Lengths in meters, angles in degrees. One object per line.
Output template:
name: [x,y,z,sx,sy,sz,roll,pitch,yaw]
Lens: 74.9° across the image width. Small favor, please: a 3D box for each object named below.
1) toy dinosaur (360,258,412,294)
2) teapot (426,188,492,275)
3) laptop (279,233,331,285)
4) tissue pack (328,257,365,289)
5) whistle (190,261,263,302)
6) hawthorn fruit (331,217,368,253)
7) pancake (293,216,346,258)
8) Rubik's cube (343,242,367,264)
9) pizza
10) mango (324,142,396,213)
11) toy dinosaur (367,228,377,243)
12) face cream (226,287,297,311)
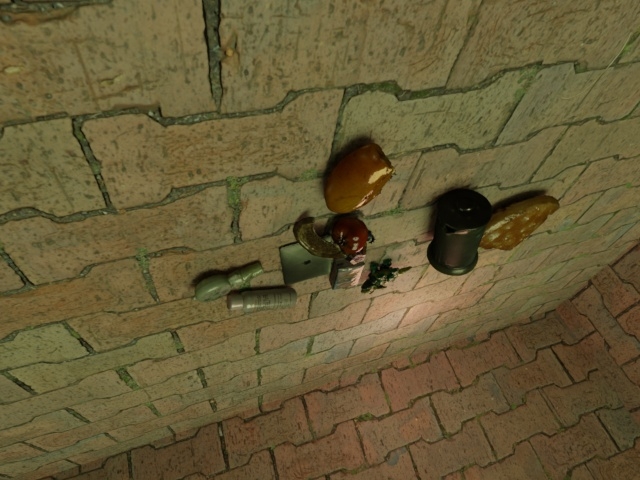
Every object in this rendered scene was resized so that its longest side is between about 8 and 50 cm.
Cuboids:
toy dinosaur: [0.286,0.142,1.766,0.259,0.094,0.153,-23,149,-15]
teapot: [0.531,-0.051,1.552,0.270,0.200,0.337,-40,150,-18]
laptop: [-0.050,0.075,1.519,0.188,0.015,0.269,-16,147,-10]
tissue pack: [0.101,0.123,1.639,0.115,0.065,0.155,-10,147,-16]
whistle: [-0.316,0.139,1.406,0.258,0.067,0.126,-23,161,-8]
hawthorn fruit: [0.103,-0.015,1.384,0.125,0.125,0.140,-42,149,28]
pancake: [0.000,0.000,1.342,0.190,0.020,0.184,22,143,-2]
Rubik's cube: [0.114,0.030,1.482,0.093,0.111,0.111,-55,143,2]
pizza: [0.796,-0.068,1.743,0.409,0.114,0.278,-26,147,6]
mango: [0.099,-0.162,1.163,0.154,0.126,0.252,-8,154,-42]
toy dinosaur: [0.171,-0.012,1.498,0.030,0.047,0.083,-35,147,22]
face cream: [-0.220,0.224,1.572,0.269,0.082,0.082,1,141,-32]
